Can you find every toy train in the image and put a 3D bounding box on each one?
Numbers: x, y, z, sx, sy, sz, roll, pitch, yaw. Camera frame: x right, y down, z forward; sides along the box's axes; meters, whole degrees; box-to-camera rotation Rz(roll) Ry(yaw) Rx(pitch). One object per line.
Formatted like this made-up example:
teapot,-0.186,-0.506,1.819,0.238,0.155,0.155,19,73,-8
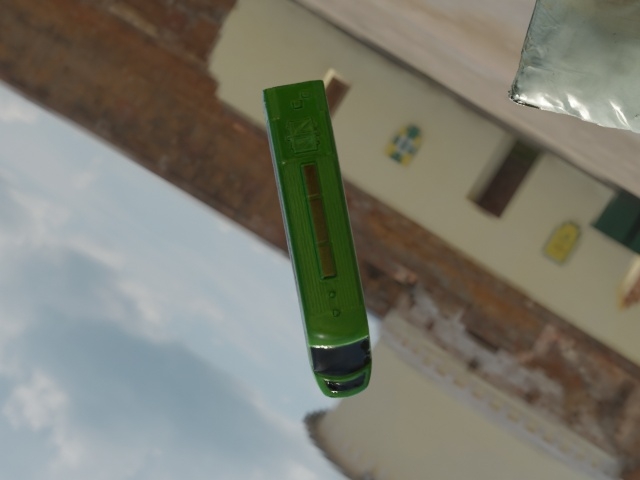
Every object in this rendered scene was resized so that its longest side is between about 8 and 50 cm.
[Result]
toy train,0.000,0.000,0.972,0.044,0.209,0.042,-11,173,-2

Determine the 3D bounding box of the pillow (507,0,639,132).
pillow,0.266,-0.140,1.155,0.229,0.128,0.051,13,-152,-16
